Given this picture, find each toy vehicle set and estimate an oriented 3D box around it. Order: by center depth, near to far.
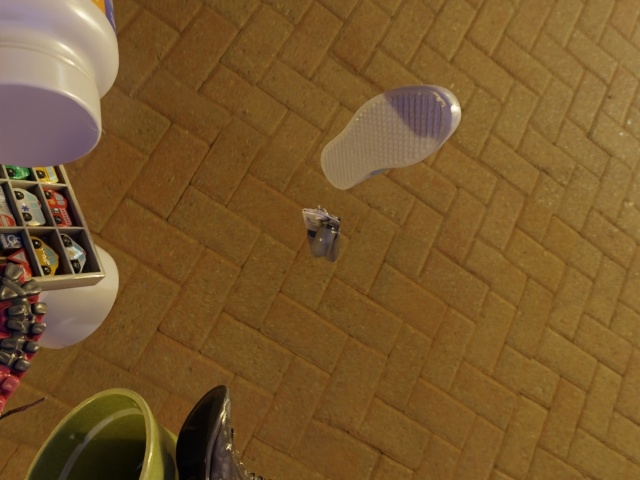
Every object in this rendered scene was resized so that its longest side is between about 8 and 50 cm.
[{"bbox_3d":[-0.456,-0.046,0.746,0.166,0.035,0.266,-4,62,-59],"label":"toy vehicle set"}]

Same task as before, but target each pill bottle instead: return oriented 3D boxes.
[{"bbox_3d":[-0.265,-0.209,0.434,0.153,0.152,0.271,-7,67,-20],"label":"pill bottle"}]

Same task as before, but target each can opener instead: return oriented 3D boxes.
[{"bbox_3d":[0.000,0.000,1.022,0.074,0.280,0.093,18,78,7],"label":"can opener"}]

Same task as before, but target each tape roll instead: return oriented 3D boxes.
[{"bbox_3d":[-0.575,0.086,1.007,0.246,0.169,0.246,-6,63,12],"label":"tape roll"}]

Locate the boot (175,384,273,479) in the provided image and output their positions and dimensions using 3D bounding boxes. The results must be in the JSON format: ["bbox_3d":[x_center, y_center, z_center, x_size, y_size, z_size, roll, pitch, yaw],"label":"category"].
[{"bbox_3d":[-0.128,0.397,0.806,0.229,0.091,0.262,37,46,-35],"label":"boot"}]

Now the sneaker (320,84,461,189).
[{"bbox_3d":[0.137,-0.205,0.900,0.150,0.366,0.135,-35,101,-28],"label":"sneaker"}]

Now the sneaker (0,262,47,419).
[{"bbox_3d":[-0.298,0.162,0.361,0.121,0.112,0.299,34,50,-38],"label":"sneaker"}]

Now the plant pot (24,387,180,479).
[{"bbox_3d":[-0.304,0.429,0.821,0.276,0.276,0.254,-54,133,-16],"label":"plant pot"}]
